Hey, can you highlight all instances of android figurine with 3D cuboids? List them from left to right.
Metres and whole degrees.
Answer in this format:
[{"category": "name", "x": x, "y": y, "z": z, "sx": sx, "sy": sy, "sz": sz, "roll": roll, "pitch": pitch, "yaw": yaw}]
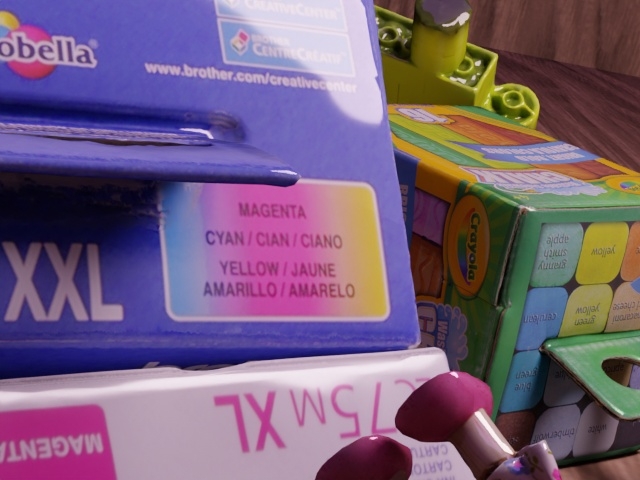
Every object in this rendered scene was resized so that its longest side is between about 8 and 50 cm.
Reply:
[{"category": "android figurine", "x": 0.052, "y": -0.112, "z": 1.209, "sx": 0.248, "sy": 0.273, "sz": 0.056, "roll": 23, "pitch": 61, "yaw": 15}]

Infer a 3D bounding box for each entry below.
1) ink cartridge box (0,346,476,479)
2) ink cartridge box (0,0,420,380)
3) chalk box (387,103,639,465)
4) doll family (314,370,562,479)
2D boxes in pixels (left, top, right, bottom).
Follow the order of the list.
[{"category": "ink cartridge box", "x": -0.113, "y": 0.111, "z": 0.550, "sx": 0.185, "sy": 0.065, "sz": 0.311, "roll": 0, "pitch": -17, "yaw": -39}, {"category": "ink cartridge box", "x": -0.148, "y": 0.005, "z": 0.568, "sx": 0.270, "sy": 0.151, "sz": 0.395, "roll": 2, "pitch": -20, "yaw": -30}, {"category": "chalk box", "x": 0.120, "y": 0.033, "z": 0.986, "sx": 0.180, "sy": 0.179, "sz": 0.289, "roll": -2, "pitch": 20, "yaw": -40}, {"category": "doll family", "x": 0.014, "y": 0.171, "z": 0.415, "sx": 0.163, "sy": 0.263, "sz": 0.118, "roll": 56, "pitch": 6, "yaw": 35}]
